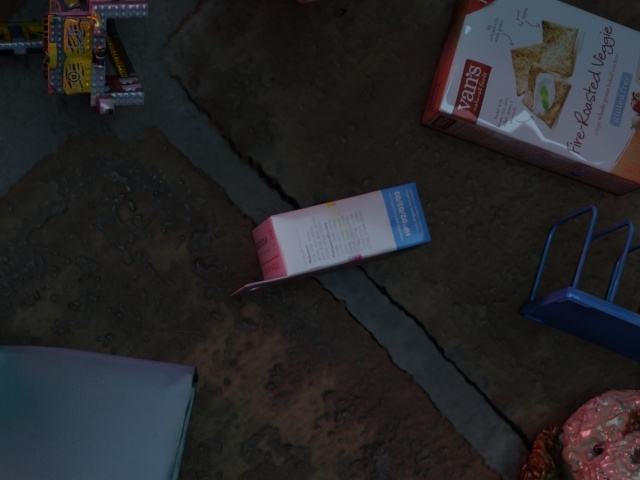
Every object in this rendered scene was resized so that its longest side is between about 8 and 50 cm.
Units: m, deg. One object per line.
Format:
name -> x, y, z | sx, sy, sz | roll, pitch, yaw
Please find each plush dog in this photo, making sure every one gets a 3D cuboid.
plush dog -> 0.321, 0.248, 1.326 | 0.262, 0.210, 0.225 | -23, 69, 0

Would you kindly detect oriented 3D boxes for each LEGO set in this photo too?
LEGO set -> -0.254, -0.246, 1.173 | 0.254, 0.192, 0.331 | 3, 121, -23

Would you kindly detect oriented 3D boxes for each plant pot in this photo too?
plant pot -> -0.238, 0.175, 1.204 | 0.234, 0.165, 0.166 | 11, 80, -2

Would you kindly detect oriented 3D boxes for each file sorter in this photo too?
file sorter -> 0.309, 0.049, 1.367 | 0.170, 0.118, 0.104 | 22, 75, -9

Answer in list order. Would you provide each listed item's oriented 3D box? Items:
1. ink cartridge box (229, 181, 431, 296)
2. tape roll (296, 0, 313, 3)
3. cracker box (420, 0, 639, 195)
ink cartridge box -> 0.000, 0.000, 1.306 | 0.181, 0.104, 0.062 | -14, 85, -15
tape roll -> -0.011, -0.364, 1.266 | 0.169, 0.246, 0.246 | 34, 76, -23
cracker box -> 0.235, -0.158, 1.402 | 0.232, 0.067, 0.156 | 18, 78, -10
